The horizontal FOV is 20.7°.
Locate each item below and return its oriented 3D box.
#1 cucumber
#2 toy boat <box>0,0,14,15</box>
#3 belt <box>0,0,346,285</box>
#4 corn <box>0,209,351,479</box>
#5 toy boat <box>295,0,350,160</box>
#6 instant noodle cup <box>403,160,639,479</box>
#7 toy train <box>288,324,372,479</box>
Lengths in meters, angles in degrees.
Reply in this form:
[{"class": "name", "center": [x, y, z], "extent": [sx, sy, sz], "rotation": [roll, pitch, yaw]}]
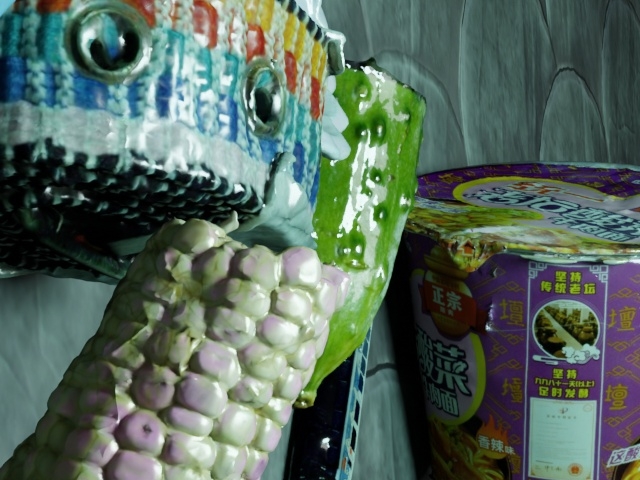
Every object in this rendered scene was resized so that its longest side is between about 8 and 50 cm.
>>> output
[{"class": "cucumber", "center": [-0.001, -0.001, 1.252], "extent": [0.134, 0.134, 0.244], "rotation": [35, 58, -63]}, {"class": "toy boat", "center": [-0.215, -0.112, 0.667], "extent": [0.238, 0.098, 0.109], "rotation": [7, 78, -43]}, {"class": "belt", "center": [-0.103, -0.060, 0.877], "extent": [0.257, 0.207, 0.150], "rotation": [31, 59, -63]}, {"class": "corn", "center": [-0.102, 0.141, 0.777], "extent": [0.335, 0.127, 0.127], "rotation": [-61, 155, 0]}, {"class": "toy boat", "center": [-0.055, -0.137, 1.102], "extent": [0.290, 0.100, 0.199], "rotation": [-77, 144, -72]}, {"class": "instant noodle cup", "center": [0.218, 0.090, 1.567], "extent": [0.340, 0.340, 0.265], "rotation": [-35, 128, -66]}, {"class": "toy train", "center": [0.006, 0.133, 1.333], "extent": [0.047, 0.043, 0.207], "rotation": [64, 29, -51]}]
